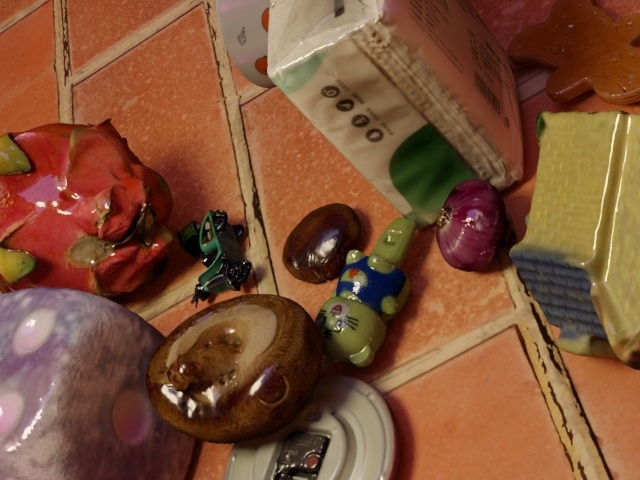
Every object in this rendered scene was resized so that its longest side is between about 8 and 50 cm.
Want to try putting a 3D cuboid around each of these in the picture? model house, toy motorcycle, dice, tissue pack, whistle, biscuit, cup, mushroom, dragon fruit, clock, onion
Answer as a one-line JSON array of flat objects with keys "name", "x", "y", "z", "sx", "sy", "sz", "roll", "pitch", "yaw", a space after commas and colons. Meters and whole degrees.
[{"name": "model house", "x": 0.369, "y": 0.006, "z": 1.319, "sx": 0.321, "sy": 0.261, "sz": 0.266, "roll": 10, "pitch": 88, "yaw": 61}, {"name": "toy motorcycle", "x": -0.150, "y": 0.025, "z": 1.810, "sx": 0.100, "sy": 0.058, "sz": 0.173, "roll": -40, "pitch": 40, "yaw": 16}, {"name": "dice", "x": -0.340, "y": 0.236, "z": 1.621, "sx": 0.271, "sy": 0.270, "sz": 0.270, "roll": -9, "pitch": 52, "yaw": 34}, {"name": "tissue pack", "x": 0.099, "y": -0.223, "z": 1.593, "sx": 0.193, "sy": 0.356, "sz": 0.266, "roll": -23, "pitch": 46, "yaw": 26}, {"name": "whistle", "x": 0.061, "y": 0.066, "z": 1.585, "sx": 0.105, "sy": 0.085, "sz": 0.227, "roll": 12, "pitch": 65, "yaw": 40}, {"name": "biscuit", "x": 0.355, "y": -0.240, "z": 1.640, "sx": 0.165, "sy": 0.036, "sz": 0.250, "roll": -40, "pitch": 39, "yaw": -3}, {"name": "cup", "x": 0.032, "y": -0.358, "z": 1.861, "sx": 0.317, "sy": 0.212, "sz": 0.212, "roll": -8, "pitch": 52, "yaw": 33}, {"name": "mushroom", "x": -0.096, "y": 0.163, "z": 1.546, "sx": 0.231, "sy": 0.138, "sz": 0.194, "roll": -1, "pitch": 28, "yaw": 36}, {"name": "mushroom", "x": 0.000, "y": 0.000, "z": 1.715, "sx": 0.123, "sy": 0.052, "sz": 0.123, "roll": -25, "pitch": 42, "yaw": 24}, {"name": "dragon fruit", "x": -0.352, "y": -0.012, "z": 1.827, "sx": 0.305, "sy": 0.305, "sz": 0.226, "roll": -43, "pitch": 44, "yaw": 1}, {"name": "clock", "x": -0.014, "y": 0.269, "z": 1.500, "sx": 0.244, "sy": 0.056, "sz": 0.244, "roll": -21, "pitch": 45, "yaw": 23}, {"name": "onion", "x": 0.193, "y": -0.017, "z": 1.546, "sx": 0.115, "sy": 0.104, "sz": 0.115, "roll": -165, "pitch": 90, "yaw": -82}]
